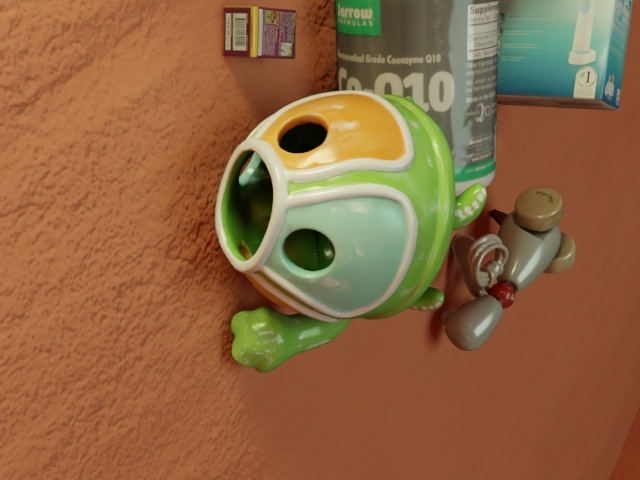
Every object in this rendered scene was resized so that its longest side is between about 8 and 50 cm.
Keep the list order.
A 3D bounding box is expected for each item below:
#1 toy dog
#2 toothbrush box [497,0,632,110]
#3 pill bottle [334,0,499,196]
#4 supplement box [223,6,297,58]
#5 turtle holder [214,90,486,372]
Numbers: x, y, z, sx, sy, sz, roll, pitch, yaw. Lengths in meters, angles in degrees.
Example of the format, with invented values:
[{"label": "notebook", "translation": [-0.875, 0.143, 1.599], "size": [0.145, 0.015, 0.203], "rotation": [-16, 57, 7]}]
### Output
[{"label": "toy dog", "translation": [0.303, 0.035, 1.660], "size": [0.333, 0.161, 0.220], "rotation": [-26, 123, -37]}, {"label": "toothbrush box", "translation": [0.409, -0.382, 1.630], "size": [0.126, 0.216, 0.296], "rotation": [3, 93, -60]}, {"label": "pill bottle", "translation": [0.120, -0.246, 1.191], "size": [0.204, 0.204, 0.361], "rotation": [-28, 120, -54]}, {"label": "supplement box", "translation": [-0.066, -0.227, 1.041], "size": [0.083, 0.043, 0.055], "rotation": [-13, 108, -57]}, {"label": "turtle holder", "translation": [-0.002, -0.020, 1.053], "size": [0.227, 0.320, 0.243], "rotation": [-2, 64, -36]}]
